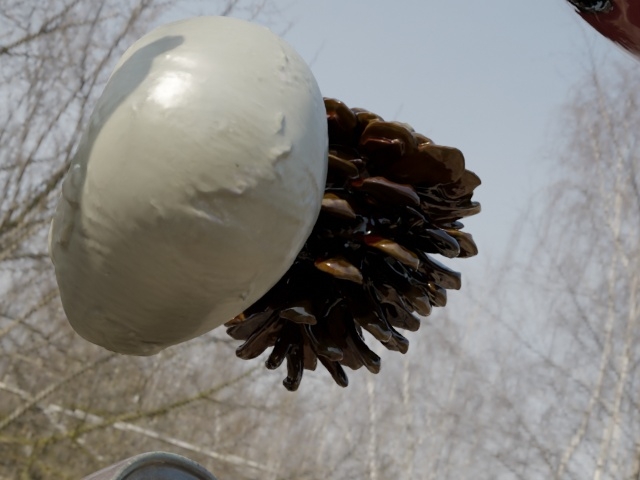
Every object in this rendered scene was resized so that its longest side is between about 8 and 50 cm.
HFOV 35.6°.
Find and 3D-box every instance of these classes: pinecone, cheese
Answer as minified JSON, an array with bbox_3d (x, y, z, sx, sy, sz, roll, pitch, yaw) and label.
[{"bbox_3d":[0.002,0.000,0.848,0.264,0.264,0.264,16,-21,6],"label":"pinecone"},{"bbox_3d":[-0.075,-0.040,0.622,0.155,0.198,0.189,21,-38,-4],"label":"cheese"}]

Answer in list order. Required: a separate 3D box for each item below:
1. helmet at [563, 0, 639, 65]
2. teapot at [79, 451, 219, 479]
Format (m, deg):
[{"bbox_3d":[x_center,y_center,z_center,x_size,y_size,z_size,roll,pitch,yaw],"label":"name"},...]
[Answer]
[{"bbox_3d":[0.122,-0.164,0.315,0.154,0.253,0.198,23,-28,0],"label":"helmet"},{"bbox_3d":[-0.195,0.362,0.753,0.312,0.314,0.233,-28,-21,21],"label":"teapot"}]
